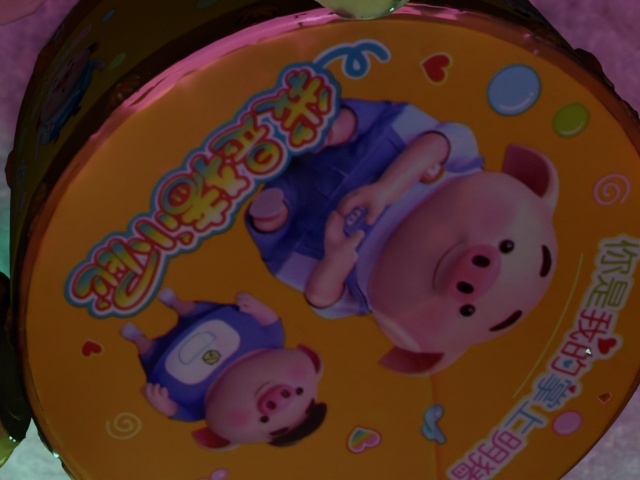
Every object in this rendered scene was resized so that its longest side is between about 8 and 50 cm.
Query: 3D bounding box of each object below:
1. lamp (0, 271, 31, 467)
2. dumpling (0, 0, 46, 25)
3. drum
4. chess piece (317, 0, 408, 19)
[{"bbox_3d":[-0.291,0.088,0.941,0.185,0.161,0.161,-5,122,3],"label":"lamp"},{"bbox_3d":[-0.213,-0.234,0.798,0.179,0.131,0.252,-38,126,1],"label":"dumpling"},{"bbox_3d":[0.000,0.000,0.933,0.431,0.214,0.431,-5,122,-9],"label":"drum"},{"bbox_3d":[0.137,-0.264,0.783,0.397,0.117,0.117,-38,127,-27],"label":"chess piece"}]
